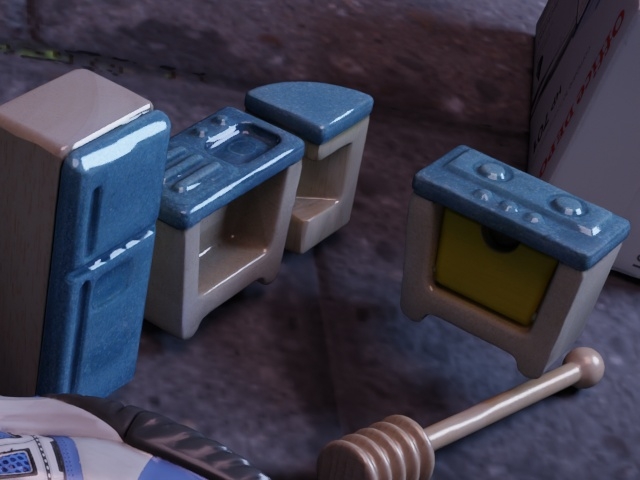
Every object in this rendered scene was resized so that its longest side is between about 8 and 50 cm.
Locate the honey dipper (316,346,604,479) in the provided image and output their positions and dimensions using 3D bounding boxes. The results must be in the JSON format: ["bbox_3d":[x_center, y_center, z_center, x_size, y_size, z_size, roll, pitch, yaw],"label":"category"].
[{"bbox_3d":[0.063,0.072,0.788,0.161,0.030,0.030,-17,52,-44],"label":"honey dipper"}]

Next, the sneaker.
[{"bbox_3d":[-0.104,0.094,0.647,0.211,0.080,0.081,15,43,7],"label":"sneaker"}]

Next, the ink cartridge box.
[{"bbox_3d":[0.160,-0.094,0.940,0.082,0.139,0.190,20,38,-5],"label":"ink cartridge box"}]

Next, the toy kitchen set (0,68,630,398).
[{"bbox_3d":[0.000,0.000,0.742,0.166,0.122,0.207,27,37,23],"label":"toy kitchen set"}]
